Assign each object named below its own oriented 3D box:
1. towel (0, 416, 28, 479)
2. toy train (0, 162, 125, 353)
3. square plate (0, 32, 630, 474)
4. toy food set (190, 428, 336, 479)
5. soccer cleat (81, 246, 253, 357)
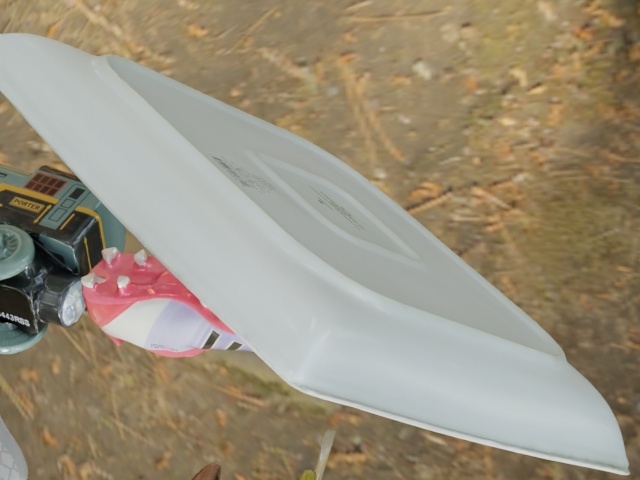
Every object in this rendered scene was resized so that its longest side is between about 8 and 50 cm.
[{"bbox_3d":[-0.360,0.075,1.205,0.053,0.317,0.332,-27,86,13],"label":"towel"},{"bbox_3d":[-0.359,-0.006,1.618,0.334,0.190,0.142,16,134,22],"label":"toy train"},{"bbox_3d":[0.000,0.000,0.949,0.344,0.347,0.049,21,107,-51],"label":"square plate"},{"bbox_3d":[-0.052,0.178,0.853,0.071,0.218,0.128,17,103,3],"label":"toy food set"},{"bbox_3d":[-0.095,0.065,1.369,0.083,0.248,0.095,-58,143,-37],"label":"soccer cleat"}]
